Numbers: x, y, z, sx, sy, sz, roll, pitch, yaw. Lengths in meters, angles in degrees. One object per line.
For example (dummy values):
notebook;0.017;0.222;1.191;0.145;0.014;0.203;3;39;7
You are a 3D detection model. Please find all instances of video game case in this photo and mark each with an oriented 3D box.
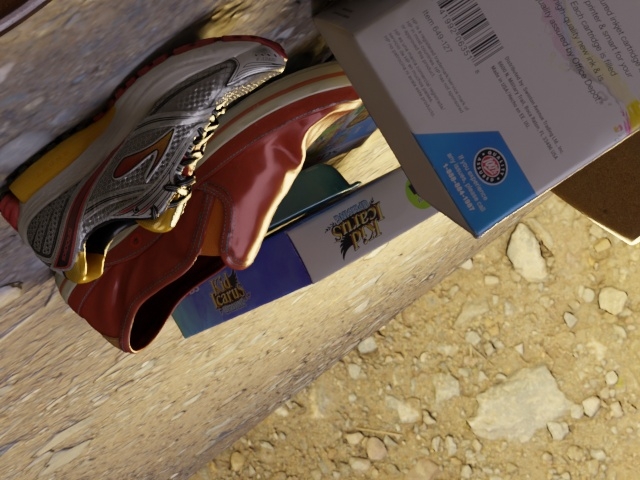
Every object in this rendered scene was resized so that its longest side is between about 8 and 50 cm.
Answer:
video game case;0.000;0.000;1.704;0.244;0.061;0.269;-28;-178;-34
video game case;0.029;-0.125;1.506;0.193;0.023;0.212;-26;166;-46

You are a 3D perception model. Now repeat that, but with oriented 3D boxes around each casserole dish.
casserole dish;-0.052;-0.026;1.560;0.188;0.037;0.114;-26;180;6

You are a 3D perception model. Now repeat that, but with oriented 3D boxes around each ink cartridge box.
ink cartridge box;0.145;-0.147;1.206;0.232;0.171;0.168;-33;-166;-2

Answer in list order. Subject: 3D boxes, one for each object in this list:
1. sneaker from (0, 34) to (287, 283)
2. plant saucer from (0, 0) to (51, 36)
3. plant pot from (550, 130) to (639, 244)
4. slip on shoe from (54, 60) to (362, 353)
sneaker;-0.108;-0.057;1.147;0.225;0.093;0.088;-39;170;13
plant saucer;-0.161;-0.144;0.697;0.310;0.050;0.310;-34;171;-6
plant pot;0.278;-0.130;1.668;0.237;0.254;0.237;-36;171;-6
slip on shoe;-0.075;-0.028;1.377;0.331;0.101;0.123;-41;168;18
